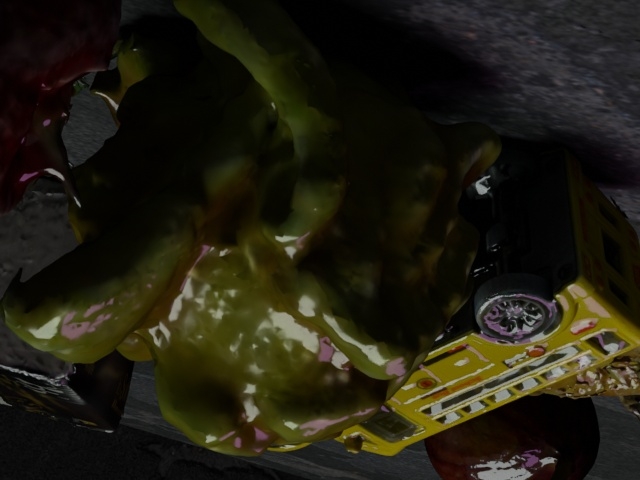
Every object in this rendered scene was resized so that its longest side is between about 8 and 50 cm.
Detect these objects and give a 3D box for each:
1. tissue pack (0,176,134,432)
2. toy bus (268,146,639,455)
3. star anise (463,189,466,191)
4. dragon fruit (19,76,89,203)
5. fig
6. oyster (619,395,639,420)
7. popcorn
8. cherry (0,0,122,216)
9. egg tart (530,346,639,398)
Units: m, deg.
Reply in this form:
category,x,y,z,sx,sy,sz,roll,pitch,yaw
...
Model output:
category,x,y,z,sx,sy,sz,roll,pitch,yaw
tissue pack,-0.300,0.069,1.838,0.198,0.210,0.370,8,167,3
toy bus,0.080,0.065,1.337,0.330,0.144,0.152,-27,134,29
star anise,0.091,0.003,1.456,0.209,0.089,0.231,27,158,-10
dragon fruit,-0.243,-0.107,1.294,0.175,0.138,0.142,38,135,-15
fig,0.240,0.215,1.948,0.203,0.186,0.249,14,179,-29
oyster,0.444,0.173,1.853,0.222,0.083,0.214,15,171,-35
popcorn,-0.031,-0.022,1.130,0.290,0.326,0.321,7,-153,3
cherry,-0.242,-0.124,0.944,0.300,0.230,0.203,31,-174,-10
egg tart,0.265,0.092,1.663,0.252,0.098,0.232,17,160,-35
